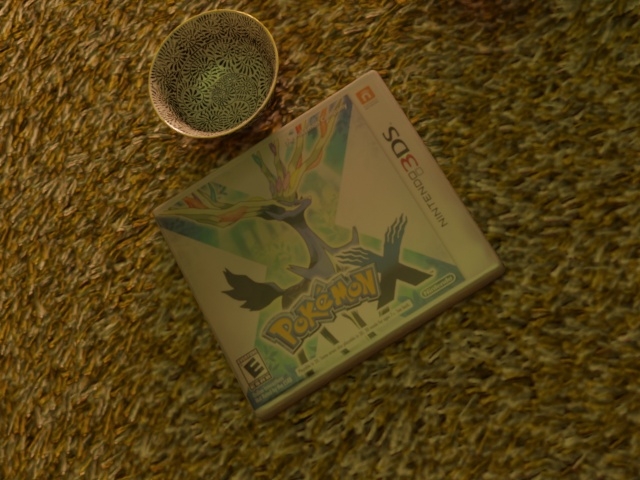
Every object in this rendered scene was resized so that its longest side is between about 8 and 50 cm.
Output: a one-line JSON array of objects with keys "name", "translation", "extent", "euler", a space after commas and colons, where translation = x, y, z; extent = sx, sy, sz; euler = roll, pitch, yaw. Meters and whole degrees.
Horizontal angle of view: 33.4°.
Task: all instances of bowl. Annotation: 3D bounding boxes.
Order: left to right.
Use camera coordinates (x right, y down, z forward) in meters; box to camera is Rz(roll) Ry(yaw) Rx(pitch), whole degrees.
[{"name": "bowl", "translation": [-0.121, -0.192, 1.327], "extent": [0.170, 0.080, 0.170], "euler": [-5, 72, 15]}]

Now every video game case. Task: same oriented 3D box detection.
[{"name": "video game case", "translation": [0.000, 0.000, 1.258], "extent": [0.329, 0.036, 0.300], "euler": [-32, 67, 5]}]
